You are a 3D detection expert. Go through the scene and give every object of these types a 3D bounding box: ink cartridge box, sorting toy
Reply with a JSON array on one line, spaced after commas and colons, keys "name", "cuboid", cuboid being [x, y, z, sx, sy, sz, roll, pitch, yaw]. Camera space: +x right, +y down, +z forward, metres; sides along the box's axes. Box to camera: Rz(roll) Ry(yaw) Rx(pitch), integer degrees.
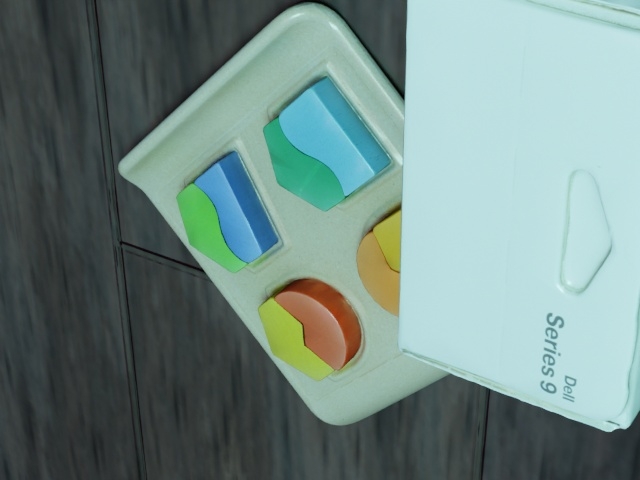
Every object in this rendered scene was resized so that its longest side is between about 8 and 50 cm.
[{"name": "ink cartridge box", "cuboid": [0.116, -0.059, 0.505, 0.093, 0.212, 0.154, 17, 129, 25]}, {"name": "sorting toy", "cuboid": [0.000, 0.000, 0.753, 0.208, 0.038, 0.193, 50, 135, -6]}]
